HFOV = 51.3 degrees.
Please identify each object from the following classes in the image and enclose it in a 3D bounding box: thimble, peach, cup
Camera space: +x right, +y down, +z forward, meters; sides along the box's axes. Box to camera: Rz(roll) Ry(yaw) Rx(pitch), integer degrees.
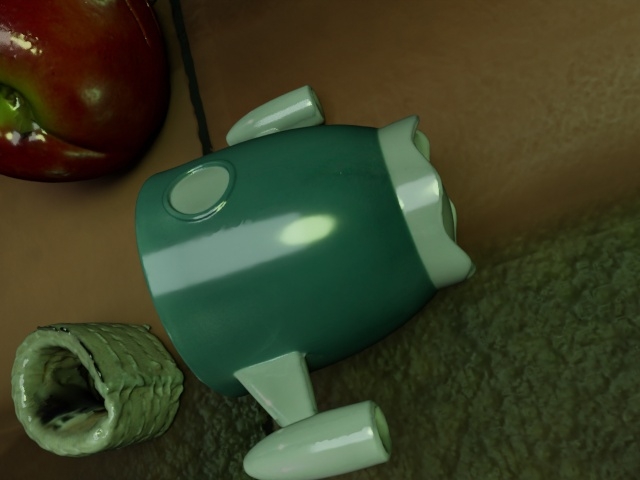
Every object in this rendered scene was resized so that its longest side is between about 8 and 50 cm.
[{"bbox_3d":[-0.181,0.117,0.537,0.115,0.090,0.102,5,85,27],"label":"thimble"},{"bbox_3d":[-0.227,-0.158,0.576,0.196,0.226,0.189,12,126,-6],"label":"peach"},{"bbox_3d":[0.000,0.000,0.429,0.173,0.167,0.299,-20,49,13],"label":"cup"}]
